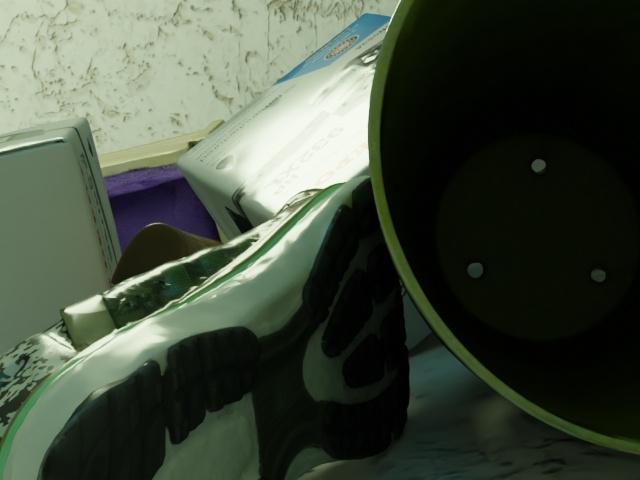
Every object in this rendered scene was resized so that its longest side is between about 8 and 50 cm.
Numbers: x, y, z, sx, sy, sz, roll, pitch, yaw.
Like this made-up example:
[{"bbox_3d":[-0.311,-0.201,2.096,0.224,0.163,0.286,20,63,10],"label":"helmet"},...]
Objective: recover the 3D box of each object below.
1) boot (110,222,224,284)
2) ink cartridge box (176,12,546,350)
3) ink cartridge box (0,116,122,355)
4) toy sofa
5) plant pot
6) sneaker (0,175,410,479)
[{"bbox_3d":[-0.104,0.092,0.870,0.073,0.197,0.152,34,-2,27],"label":"boot"},{"bbox_3d":[0.043,-0.057,1.080,0.223,0.129,0.307,-38,22,-9],"label":"ink cartridge box"},{"bbox_3d":[-0.216,0.025,1.060,0.121,0.211,0.289,-13,10,-5],"label":"ink cartridge box"},{"bbox_3d":[-0.269,-0.018,1.608,0.362,0.150,0.177,-12,14,12],"label":"toy sofa"},{"bbox_3d":[0.149,-0.025,0.743,0.275,0.275,0.293,-15,-7,-5],"label":"plant pot"},{"bbox_3d":[-0.078,0.058,0.715,0.182,0.158,0.410,3,15,25],"label":"sneaker"}]
